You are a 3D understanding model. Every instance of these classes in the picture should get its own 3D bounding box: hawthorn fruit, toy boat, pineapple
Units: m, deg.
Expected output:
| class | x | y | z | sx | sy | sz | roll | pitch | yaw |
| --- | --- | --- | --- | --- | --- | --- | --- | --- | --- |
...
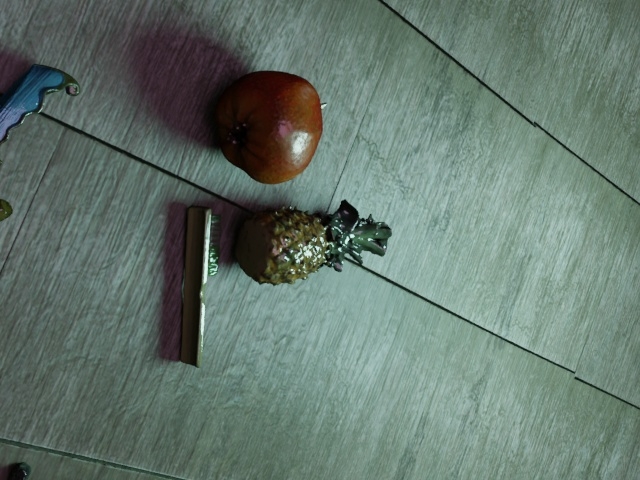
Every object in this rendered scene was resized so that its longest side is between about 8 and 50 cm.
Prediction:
| class | x | y | z | sx | sy | sz | roll | pitch | yaw |
| --- | --- | --- | --- | --- | --- | --- | --- | --- | --- |
| hawthorn fruit | -0.068 | -0.208 | 1.417 | 0.225 | 0.196 | 0.196 | -30 | 114 | -42 |
| toy boat | -0.438 | -0.185 | 1.212 | 0.077 | 0.075 | 0.185 | 43 | 67 | -30 |
| pineapple | 0.000 | 0.000 | 1.519 | 0.310 | 0.141 | 0.170 | -4 | 136 | -40 |

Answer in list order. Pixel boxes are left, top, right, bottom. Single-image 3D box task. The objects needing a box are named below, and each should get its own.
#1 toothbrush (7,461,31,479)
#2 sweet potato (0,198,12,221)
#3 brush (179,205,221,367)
| class | x | y | z | sx | sy | sz | roll | pitch | yaw |
| --- | --- | --- | --- | --- | --- | --- | --- | --- | --- |
| toothbrush | -0.532 | 0.489 | 1.274 | 0.030 | 0.030 | 0.297 | 27 | 81 | -10 |
| sweet potato | -0.573 | -0.019 | 1.142 | 0.273 | 0.075 | 0.075 | -8 | 101 | -38 |
| brush | -0.212 | 0.080 | 1.434 | 0.048 | 0.054 | 0.282 | -1 | 97 | -49 |
